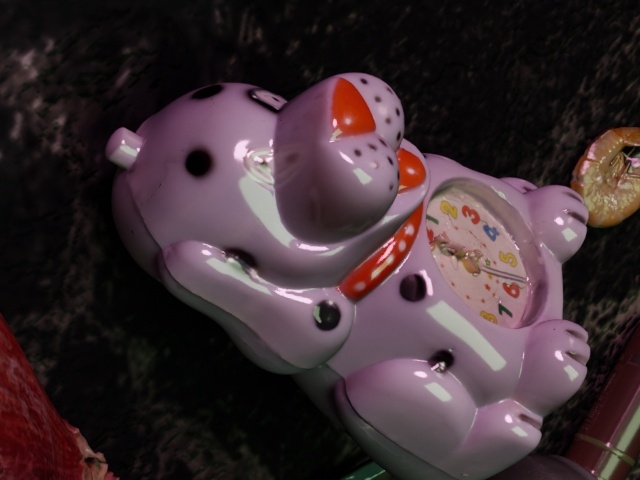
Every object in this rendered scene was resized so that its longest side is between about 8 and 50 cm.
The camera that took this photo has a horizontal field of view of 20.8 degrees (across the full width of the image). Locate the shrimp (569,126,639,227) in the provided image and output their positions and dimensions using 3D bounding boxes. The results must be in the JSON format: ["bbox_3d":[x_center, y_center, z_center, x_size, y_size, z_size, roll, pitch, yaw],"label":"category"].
[{"bbox_3d":[0.199,-0.052,1.111,0.108,0.023,0.059,-39,115,-19],"label":"shrimp"}]

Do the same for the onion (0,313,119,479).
[{"bbox_3d":[-0.200,0.116,0.820,0.283,0.120,0.227,8,96,-38],"label":"onion"}]

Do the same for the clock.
[{"bbox_3d":[0.004,0.000,0.912,0.254,0.189,0.189,35,84,-30],"label":"clock"}]

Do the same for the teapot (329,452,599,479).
[{"bbox_3d":[0.072,0.223,1.036,0.225,0.171,0.203,-26,87,-19],"label":"teapot"}]

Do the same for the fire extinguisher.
[{"bbox_3d":[0.209,0.105,1.158,0.157,0.045,0.078,-60,156,-5],"label":"fire extinguisher"}]
